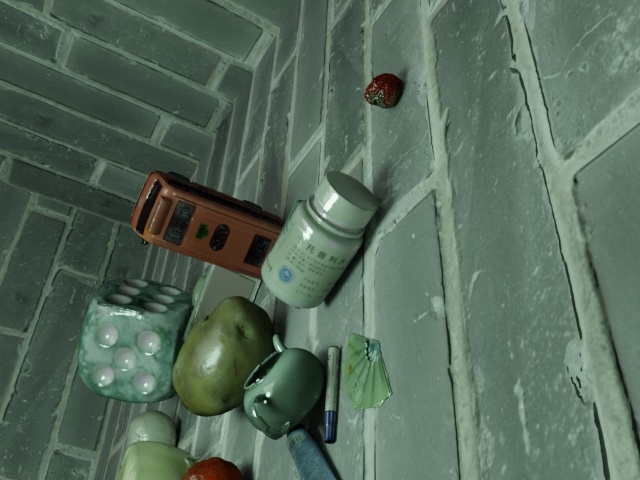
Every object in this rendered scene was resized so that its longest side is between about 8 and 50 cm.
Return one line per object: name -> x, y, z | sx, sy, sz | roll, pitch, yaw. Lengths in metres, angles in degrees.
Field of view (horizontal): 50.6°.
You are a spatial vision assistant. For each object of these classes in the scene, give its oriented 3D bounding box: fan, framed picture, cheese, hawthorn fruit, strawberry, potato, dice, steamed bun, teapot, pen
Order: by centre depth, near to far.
fan -> 0.083, 0.252, 1.304 | 0.131, 0.009, 0.240 | -67, 22, 11
pen -> 0.023, 0.310, 1.371 | 0.025, 0.025, 0.204 | -44, 32, 47
teapot -> -0.083, 0.309, 1.422 | 0.193, 0.129, 0.294 | -44, 7, 21
hawthorn fruit -> -0.244, 0.648, 1.556 | 0.165, 0.165, 0.285 | -45, 44, 46
strawberry -> 0.154, -0.360, 1.617 | 0.096, 0.083, 0.083 | -48, 8, -33
potato -> -0.247, 0.307, 1.750 | 0.326, 0.221, 0.243 | -58, 32, -1
steamed bun -> -0.445, 0.721, 1.829 | 0.334, 0.233, 0.312 | 129, 152, -58
framed picture -> -0.310, 0.220, 2.127 | 0.232, 0.019, 0.296 | 23, 92, 38
cheese -> -0.563, 0.665, 2.261 | 0.198, 0.154, 0.189 | -14, 75, 60
dice -> -0.613, 0.333, 2.316 | 0.328, 0.330, 0.348 | -72, -10, -77

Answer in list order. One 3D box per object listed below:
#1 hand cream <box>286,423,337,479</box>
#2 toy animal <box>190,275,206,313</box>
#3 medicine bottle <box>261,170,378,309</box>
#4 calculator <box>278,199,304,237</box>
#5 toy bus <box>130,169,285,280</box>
hand cream -> -0.017, 0.443, 1.303 | 0.088, 0.055, 0.256 | -55, 25, 6
toy animal -> -0.376, 0.220, 2.278 | 0.094, 0.121, 0.225 | -37, 39, 53
medicine bottle -> 0.000, 0.000, 1.517 | 0.293, 0.170, 0.170 | -56, 24, 26
calculator -> -0.053, -0.024, 1.834 | 0.141, 0.045, 0.246 | -64, 22, 10
toy bus -> -0.319, -0.037, 1.966 | 0.203, 0.427, 0.233 | -66, 24, 8
